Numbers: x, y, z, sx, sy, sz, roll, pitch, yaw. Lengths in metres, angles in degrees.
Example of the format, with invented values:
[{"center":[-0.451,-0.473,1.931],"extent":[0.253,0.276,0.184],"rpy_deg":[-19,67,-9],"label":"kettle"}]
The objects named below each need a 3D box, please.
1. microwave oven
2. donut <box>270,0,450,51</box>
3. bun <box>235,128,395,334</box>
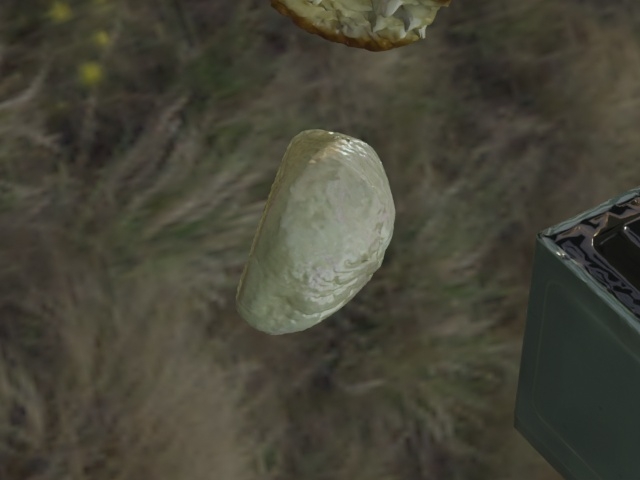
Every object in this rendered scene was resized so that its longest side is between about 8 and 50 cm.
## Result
[{"center":[0.299,0.120,1.398],"extent":[0.181,0.295,0.238],"rpy_deg":[-24,139,-25],"label":"microwave oven"},{"center":[-0.038,-0.151,0.759],"extent":[0.085,0.217,0.141],"rpy_deg":[81,29,-74],"label":"donut"},{"center":[0.000,0.000,1.058],"extent":[0.069,0.115,0.115],"rpy_deg":[20,52,-1],"label":"bun"}]
